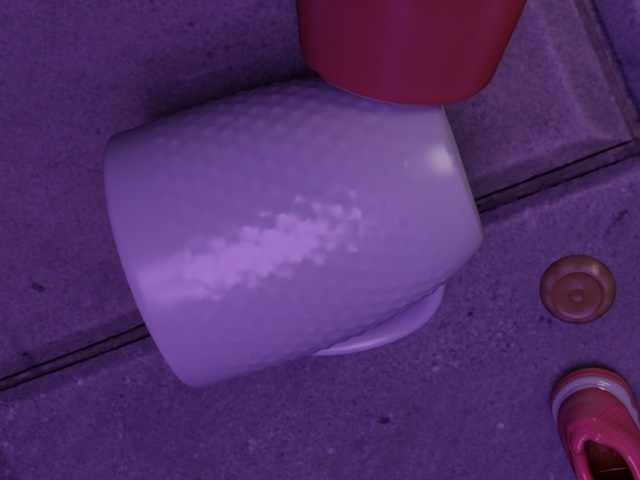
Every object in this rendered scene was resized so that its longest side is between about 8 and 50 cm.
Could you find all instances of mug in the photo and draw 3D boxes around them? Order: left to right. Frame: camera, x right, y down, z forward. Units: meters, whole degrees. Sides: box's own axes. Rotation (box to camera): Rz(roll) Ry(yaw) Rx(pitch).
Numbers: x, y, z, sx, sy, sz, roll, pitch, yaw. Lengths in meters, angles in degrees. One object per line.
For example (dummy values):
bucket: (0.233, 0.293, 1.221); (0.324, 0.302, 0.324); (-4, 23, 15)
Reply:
mug: (0.000, 0.000, 1.617); (0.328, 0.276, 0.374); (-18, 139, 8)

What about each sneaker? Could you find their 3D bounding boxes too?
sneaker: (0.341, 0.299, 1.741); (0.116, 0.136, 0.314); (-26, 107, 19)

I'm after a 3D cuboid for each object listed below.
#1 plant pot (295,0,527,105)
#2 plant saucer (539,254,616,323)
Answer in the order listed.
plant pot: (0.089, -0.278, 1.482); (0.275, 0.275, 0.243); (10, 124, 4)
plant saucer: (0.281, 0.057, 1.712); (0.083, 0.015, 0.083); (3, 113, 7)
